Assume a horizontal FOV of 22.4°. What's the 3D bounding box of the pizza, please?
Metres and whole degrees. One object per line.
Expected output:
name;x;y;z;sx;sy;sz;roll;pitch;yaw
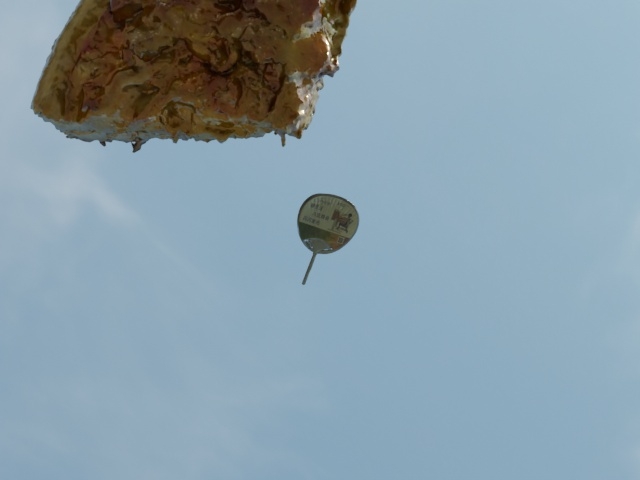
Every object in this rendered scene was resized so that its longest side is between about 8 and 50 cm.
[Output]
pizza;-0.069;-0.173;1.251;0.335;0.086;0.226;-35;-121;-3

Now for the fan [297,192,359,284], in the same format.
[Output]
fan;0.008;-0.005;1.401;0.060;0.080;0.003;-13;-157;-23
